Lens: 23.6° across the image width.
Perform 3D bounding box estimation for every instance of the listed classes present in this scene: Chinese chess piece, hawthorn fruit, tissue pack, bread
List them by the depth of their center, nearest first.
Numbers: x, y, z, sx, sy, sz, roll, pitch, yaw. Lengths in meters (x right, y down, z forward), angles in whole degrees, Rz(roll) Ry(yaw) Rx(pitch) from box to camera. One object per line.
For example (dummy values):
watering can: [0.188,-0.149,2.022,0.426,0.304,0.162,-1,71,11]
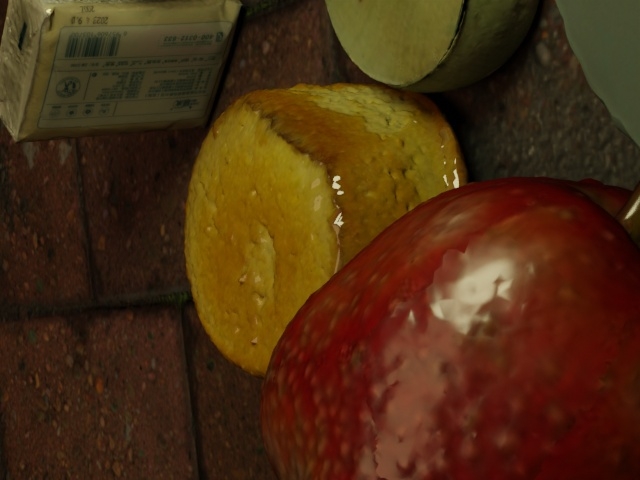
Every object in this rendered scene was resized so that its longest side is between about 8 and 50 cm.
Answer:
hawthorn fruit: [0.128,0.072,0.913,0.285,0.285,0.369,50,124,39]
Chinese chess piece: [0.078,-0.200,1.096,0.188,0.083,0.188,18,112,51]
bread: [0.000,0.000,1.173,0.268,0.146,0.268,2,92,56]
tissue pack: [-0.183,-0.169,1.371,0.092,0.196,0.148,54,137,37]

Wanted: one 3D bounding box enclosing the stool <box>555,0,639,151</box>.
stool: [0.284,-0.139,0.584,0.297,0.330,0.297,14,107,54]
